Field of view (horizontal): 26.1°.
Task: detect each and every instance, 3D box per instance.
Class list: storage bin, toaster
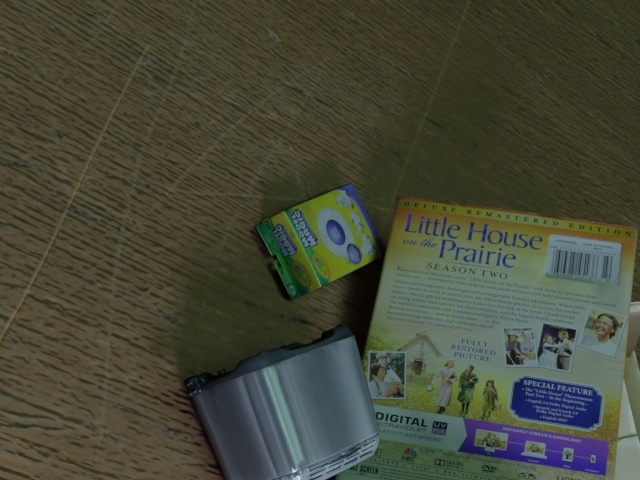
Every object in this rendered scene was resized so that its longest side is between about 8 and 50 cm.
[{"bbox_3d":[0.402,0.244,1.843,0.260,0.123,0.262,73,8,-68],"label":"storage bin"},{"bbox_3d":[-0.036,0.185,1.458,0.227,0.129,0.146,-14,82,-54],"label":"toaster"}]

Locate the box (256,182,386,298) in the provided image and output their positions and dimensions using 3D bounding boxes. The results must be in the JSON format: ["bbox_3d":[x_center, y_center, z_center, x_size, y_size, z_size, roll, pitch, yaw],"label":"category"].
[{"bbox_3d":[0.000,0.000,1.682,0.179,0.043,0.105,-26,89,-51],"label":"box"}]

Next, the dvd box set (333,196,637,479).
[{"bbox_3d":[0.202,0.145,1.627,0.062,0.308,0.420,86,14,-54],"label":"dvd box set"}]
